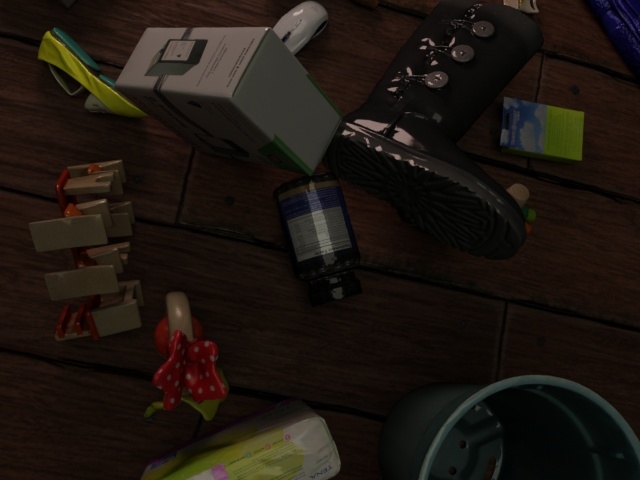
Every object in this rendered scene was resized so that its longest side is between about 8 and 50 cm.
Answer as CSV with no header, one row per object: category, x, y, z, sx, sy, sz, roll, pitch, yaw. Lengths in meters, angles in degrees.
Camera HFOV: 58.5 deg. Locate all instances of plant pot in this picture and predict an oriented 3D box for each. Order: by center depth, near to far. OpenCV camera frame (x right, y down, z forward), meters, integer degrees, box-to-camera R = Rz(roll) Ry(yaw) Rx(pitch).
plant pot,0.256,0.367,0.897,0.341,0.334,0.341,1,83,-9

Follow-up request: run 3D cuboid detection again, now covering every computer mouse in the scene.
computer mouse,-0.059,-0.395,1.089,0.106,0.042,0.193,41,78,-2

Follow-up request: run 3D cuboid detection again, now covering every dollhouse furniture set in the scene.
dollhouse furniture set,-0.367,0.023,0.884,0.135,0.262,0.259,-8,115,-9

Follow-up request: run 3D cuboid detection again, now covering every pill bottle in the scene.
pill bottle,0.000,0.000,1.007,0.123,0.123,0.219,-15,86,-12

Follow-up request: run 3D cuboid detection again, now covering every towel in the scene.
towel,0.710,-0.502,1.226,0.228,0.076,0.308,-34,90,-12

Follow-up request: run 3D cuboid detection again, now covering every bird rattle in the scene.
bird rattle,-0.226,0.179,0.892,0.143,0.253,0.207,-11,61,-12

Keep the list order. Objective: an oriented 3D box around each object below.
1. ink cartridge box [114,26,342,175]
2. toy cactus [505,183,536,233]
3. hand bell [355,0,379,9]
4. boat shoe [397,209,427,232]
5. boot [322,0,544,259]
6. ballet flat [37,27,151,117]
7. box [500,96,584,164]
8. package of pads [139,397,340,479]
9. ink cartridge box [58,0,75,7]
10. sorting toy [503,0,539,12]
ink cartridge box,-0.146,-0.220,0.898,0.211,0.289,0.121,38,74,-49
toy cactus,0.322,-0.050,1.051,0.219,0.180,0.112,-2,63,-15
hand bell,0.015,-0.534,1.106,0.242,0.126,0.126,34,78,-18
boat shoe,0.211,-0.134,1.093,0.095,0.095,0.257,34,67,-40
boot,0.267,-0.222,0.991,0.367,0.146,0.445,33,61,14
ballet flat,-0.401,-0.272,1.003,0.231,0.077,0.077,41,99,0
box,0.441,-0.221,1.156,0.178,0.042,0.109,8,80,-9
package of pads,-0.130,0.348,0.883,0.297,0.229,0.101,-21,87,-13
ink cartridge box,-0.438,-0.551,1.010,0.134,0.078,0.231,37,85,-4
sorting toy,0.424,-0.505,1.194,0.075,0.045,0.083,4,81,-17
